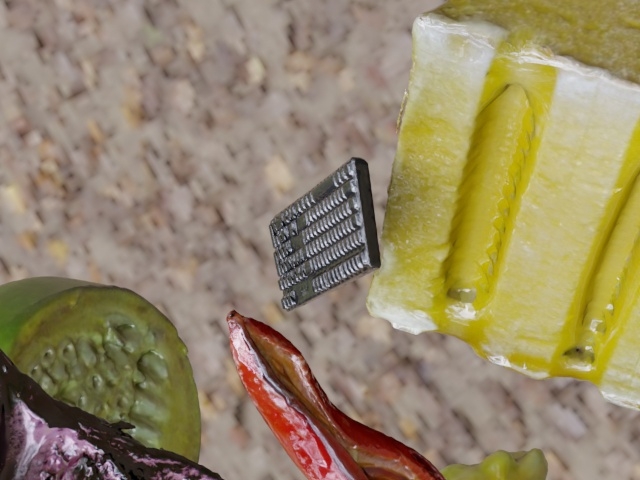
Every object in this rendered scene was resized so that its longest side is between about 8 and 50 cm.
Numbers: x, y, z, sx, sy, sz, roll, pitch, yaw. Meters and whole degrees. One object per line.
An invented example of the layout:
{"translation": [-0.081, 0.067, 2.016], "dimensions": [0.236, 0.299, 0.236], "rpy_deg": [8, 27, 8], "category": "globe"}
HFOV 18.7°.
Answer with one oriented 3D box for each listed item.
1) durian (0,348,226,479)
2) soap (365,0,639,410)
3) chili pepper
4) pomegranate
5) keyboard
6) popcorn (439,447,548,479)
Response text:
{"translation": [-0.122, 0.145, 0.909], "dimensions": [0.187, 0.119, 0.108], "rpy_deg": [32, 149, -17], "category": "durian"}
{"translation": [0.138, -0.030, 1.054], "dimensions": [0.199, 0.091, 0.315], "rpy_deg": [17, 150, 7], "category": "soap"}
{"translation": [0.033, 0.129, 0.947], "dimensions": [0.050, 0.059, 0.268], "rpy_deg": [-22, 120, 44], "category": "chili pepper"}
{"translation": [-0.190, 0.146, 1.292], "dimensions": [0.159, 0.190, 0.240], "rpy_deg": [-10, 83, 42], "category": "pomegranate"}
{"translation": [0.000, 0.000, 1.109], "dimensions": [0.204, 0.013, 0.061], "rpy_deg": [149, 113, -74], "category": "keyboard"}
{"translation": [0.105, 0.234, 1.228], "dimensions": [0.217, 0.235, 0.181], "rpy_deg": [32, 132, 10], "category": "popcorn"}
